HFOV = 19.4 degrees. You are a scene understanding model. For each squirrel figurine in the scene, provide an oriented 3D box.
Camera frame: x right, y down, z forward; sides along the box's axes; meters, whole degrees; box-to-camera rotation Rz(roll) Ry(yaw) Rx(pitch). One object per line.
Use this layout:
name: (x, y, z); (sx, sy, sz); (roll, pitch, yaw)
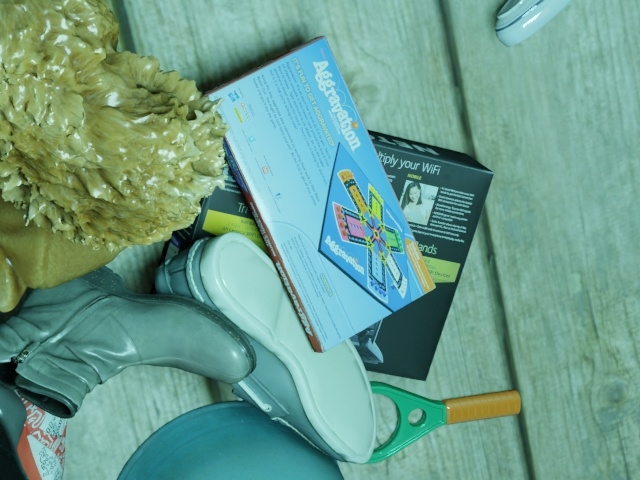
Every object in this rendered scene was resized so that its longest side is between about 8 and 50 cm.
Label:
squirrel figurine: (-0.257, -0.104, 1.657); (0.281, 0.397, 0.370); (-24, 120, -21)

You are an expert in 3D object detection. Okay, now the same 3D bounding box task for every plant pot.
plant pot: (-0.065, 0.340, 1.954); (0.272, 0.255, 0.271); (-6, 110, -17)

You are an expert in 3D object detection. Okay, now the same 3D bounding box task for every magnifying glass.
magnifying glass: (0.115, 0.195, 2.098); (0.231, 0.026, 0.092); (-6, 107, -16)

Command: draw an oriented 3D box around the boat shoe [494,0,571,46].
boat shoe: (0.247, -0.303, 1.952); (0.076, 0.083, 0.226); (46, 78, -15)

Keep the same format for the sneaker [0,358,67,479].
sneaker: (-0.282, 0.195, 1.913); (0.145, 0.090, 0.270); (-54, 153, -35)

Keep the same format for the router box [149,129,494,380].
router box: (0.000, 0.000, 1.956); (0.309, 0.081, 0.243); (13, 104, -23)

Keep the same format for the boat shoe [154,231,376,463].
boat shoe: (-0.051, 0.116, 1.898); (0.099, 0.116, 0.319); (-14, 131, 32)

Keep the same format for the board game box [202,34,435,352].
board game box: (-0.001, -0.046, 1.858); (0.145, 0.027, 0.281); (-28, 101, -22)

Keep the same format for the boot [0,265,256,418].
boot: (-0.199, 0.117, 1.780); (0.161, 0.246, 0.083); (-53, 155, -39)
